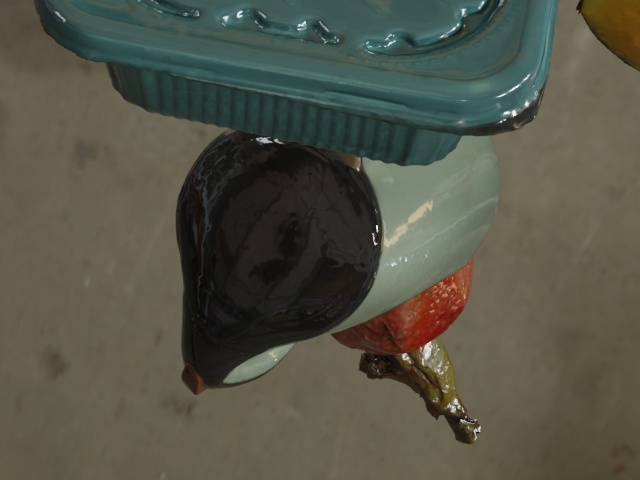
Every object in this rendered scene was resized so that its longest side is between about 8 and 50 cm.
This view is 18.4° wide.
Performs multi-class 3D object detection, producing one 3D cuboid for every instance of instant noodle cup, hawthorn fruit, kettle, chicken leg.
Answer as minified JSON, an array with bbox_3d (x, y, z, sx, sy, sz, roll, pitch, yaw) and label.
[{"bbox_3d":[0.001,-0.102,0.641,0.157,0.070,0.179,11,57,3],"label":"instant noodle cup"},{"bbox_3d":[0.051,0.017,1.760,0.173,0.179,0.173,10,37,-7],"label":"hawthorn fruit"},{"bbox_3d":[0.000,0.000,1.353,0.165,0.240,0.255,34,19,10],"label":"kettle"},{"bbox_3d":[0.099,0.139,1.996,0.178,0.093,0.070,50,28,-22],"label":"chicken leg"}]

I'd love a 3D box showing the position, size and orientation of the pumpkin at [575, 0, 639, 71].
[{"bbox_3d":[0.347,-0.201,1.584,0.312,0.169,0.148,21,74,-22],"label":"pumpkin"}]
